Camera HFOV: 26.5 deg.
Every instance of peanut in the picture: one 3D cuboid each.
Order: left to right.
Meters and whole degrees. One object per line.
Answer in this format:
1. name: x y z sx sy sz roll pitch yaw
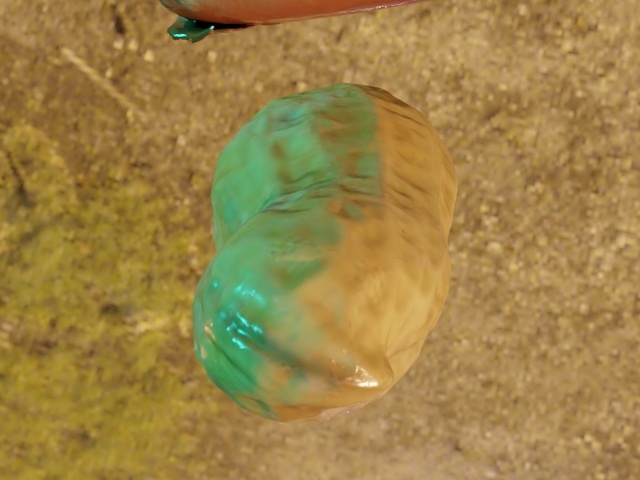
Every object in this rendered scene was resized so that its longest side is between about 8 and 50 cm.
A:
1. peanut: 0.000 0.000 0.416 0.080 0.174 0.080 2 114 6

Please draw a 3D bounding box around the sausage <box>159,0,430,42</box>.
1. sausage: 0.103 -0.183 0.773 0.419 0.094 0.094 -5 143 12
